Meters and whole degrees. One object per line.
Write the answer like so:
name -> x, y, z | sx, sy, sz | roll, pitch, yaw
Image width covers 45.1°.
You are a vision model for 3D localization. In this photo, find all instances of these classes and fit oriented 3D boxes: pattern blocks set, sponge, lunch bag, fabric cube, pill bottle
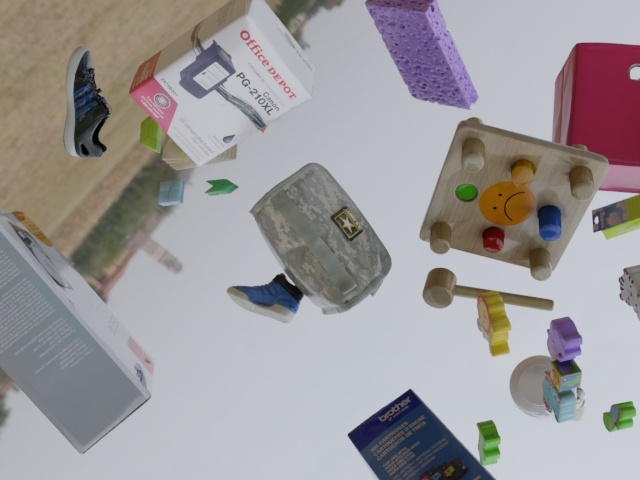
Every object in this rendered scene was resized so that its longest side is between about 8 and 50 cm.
pattern blocks set -> -0.219, -0.228, 1.450 | 0.286, 0.026, 0.324 | -15, -113, 20
sponge -> 0.157, -0.286, 1.175 | 0.117, 0.210, 0.031 | 21, -110, 40
lunch bag -> 0.000, 0.000, 1.336 | 0.169, 0.235, 0.287 | -37, -178, -2
fabric cube -> 0.650, -0.258, 1.686 | 0.259, 0.254, 0.258 | 49, 48, -79
pill bottle -> 0.522, 0.347, 1.804 | 0.146, 0.146, 0.264 | -50, 156, 2

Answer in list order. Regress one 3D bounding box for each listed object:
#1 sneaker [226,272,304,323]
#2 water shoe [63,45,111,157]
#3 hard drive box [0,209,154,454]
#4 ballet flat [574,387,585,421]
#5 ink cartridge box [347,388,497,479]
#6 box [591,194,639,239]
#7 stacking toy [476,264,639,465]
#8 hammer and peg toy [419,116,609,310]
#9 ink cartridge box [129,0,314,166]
sneaker -> -0.103, 0.099, 1.497 | 0.152, 0.058, 0.084 | 16, -118, 28
water shoe -> -0.421, -0.253, 1.420 | 0.073, 0.080, 0.203 | -78, 176, -73
hard drive box -> -0.281, 0.085, 0.801 | 0.089, 0.232, 0.181 | -39, -170, -7
ballet flat -> 0.688, 0.420, 2.162 | 0.086, 0.248, 0.086 | -38, -160, 16
ink cartridge box -> 0.206, 0.438, 1.293 | 0.151, 0.270, 0.395 | -33, -145, -7
box -> 0.814, -0.068, 2.042 | 0.178, 0.042, 0.109 | -22, -152, 30
stacking toy -> 0.239, 0.129, 0.776 | 0.167, 0.221, 0.052 | -11, -144, -6
hammer and peg toy -> 0.318, -0.028, 1.355 | 0.127, 0.266, 0.361 | -75, 178, -50
ink cartridge box -> -0.152, -0.254, 1.222 | 0.237, 0.172, 0.100 | -28, -146, 22
